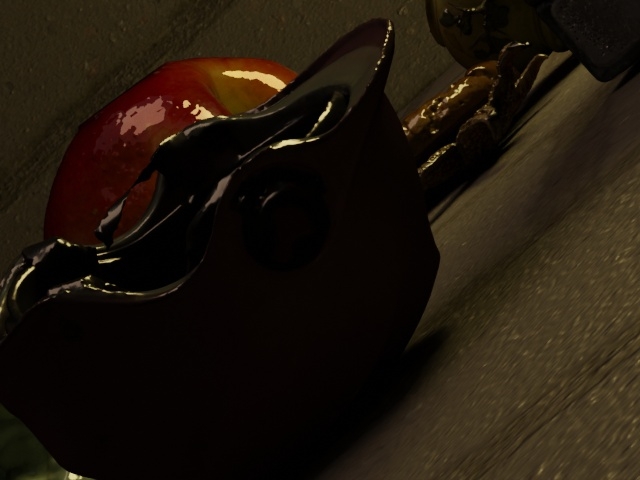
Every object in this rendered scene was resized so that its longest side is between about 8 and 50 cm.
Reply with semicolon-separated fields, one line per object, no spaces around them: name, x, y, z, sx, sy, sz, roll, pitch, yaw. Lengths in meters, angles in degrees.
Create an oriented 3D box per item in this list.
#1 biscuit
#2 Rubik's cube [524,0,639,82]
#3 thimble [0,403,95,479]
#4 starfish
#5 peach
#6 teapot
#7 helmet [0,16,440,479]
biscuit;0.108;-0.097;1.943;0.226;0.042;0.226;-39;-11;-9
Rubik's cube;0.276;-0.392;1.580;0.337;0.344;0.344;-40;4;36
thimble;-0.331;0.216;1.836;0.150;0.237;0.237;-39;5;38
starfish;0.137;-0.090;1.825;0.213;0.057;0.238;-42;-10;-44
peach;-0.139;-0.043;2.241;0.406;0.310;0.335;-39;9;41
teapot;0.204;-0.249;1.974;0.269;0.182;0.173;24;-104;-61
helmet;-0.045;0.034;1.239;0.338;0.197;0.271;-36;12;-8
